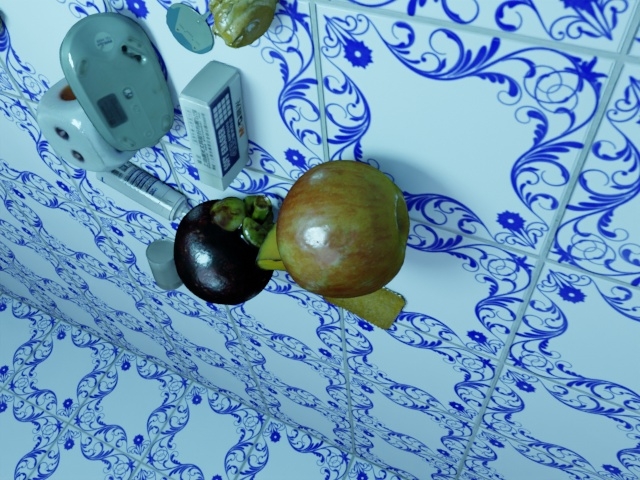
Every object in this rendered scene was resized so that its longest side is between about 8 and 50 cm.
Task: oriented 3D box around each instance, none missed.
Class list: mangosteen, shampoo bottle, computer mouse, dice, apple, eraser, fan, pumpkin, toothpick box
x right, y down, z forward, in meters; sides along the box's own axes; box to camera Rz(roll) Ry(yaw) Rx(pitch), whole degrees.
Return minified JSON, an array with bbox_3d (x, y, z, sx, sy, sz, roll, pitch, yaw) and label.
[{"bbox_3d":[-0.231,0.025,1.548,0.314,0.296,0.296,-14,141,-2],"label":"mangosteen"},{"bbox_3d":[-0.505,-0.143,1.702,0.303,0.092,0.092,30,149,-1],"label":"shampoo bottle"},{"bbox_3d":[-0.448,-0.347,1.292,0.095,0.197,0.330,51,161,38],"label":"computer mouse"},{"bbox_3d":[-0.562,-0.297,1.435,0.194,0.193,0.191,14,143,23],"label":"dice"},{"bbox_3d":[0.061,-0.021,1.205,0.302,0.301,0.301,22,147,15],"label":"apple"},{"bbox_3d":[-0.229,-0.247,1.292,0.081,0.124,0.278,22,148,14],"label":"eraser"},{"bbox_3d":[-0.247,-0.434,1.156,0.175,0.005,0.113,-11,129,49],"label":"fan"},{"bbox_3d":[0.000,0.000,1.448,0.313,0.148,0.169,-1,167,6],"label":"pumpkin"},{"bbox_3d":[-0.545,0.088,2.042,0.111,0.111,0.180,22,146,14],"label":"toothpick box"}]

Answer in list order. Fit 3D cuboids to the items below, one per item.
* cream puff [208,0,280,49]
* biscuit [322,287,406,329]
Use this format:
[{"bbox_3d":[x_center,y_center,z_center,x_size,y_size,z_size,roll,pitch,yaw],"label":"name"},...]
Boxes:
[{"bbox_3d":[-0.140,-0.406,1.012,0.104,0.119,0.133,45,122,11],"label":"cream puff"},{"bbox_3d":[0.122,0.171,1.695,0.232,0.013,0.236,27,148,7],"label":"biscuit"}]
